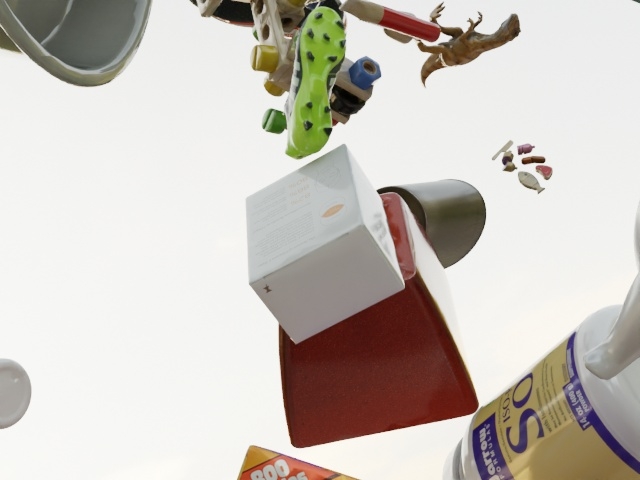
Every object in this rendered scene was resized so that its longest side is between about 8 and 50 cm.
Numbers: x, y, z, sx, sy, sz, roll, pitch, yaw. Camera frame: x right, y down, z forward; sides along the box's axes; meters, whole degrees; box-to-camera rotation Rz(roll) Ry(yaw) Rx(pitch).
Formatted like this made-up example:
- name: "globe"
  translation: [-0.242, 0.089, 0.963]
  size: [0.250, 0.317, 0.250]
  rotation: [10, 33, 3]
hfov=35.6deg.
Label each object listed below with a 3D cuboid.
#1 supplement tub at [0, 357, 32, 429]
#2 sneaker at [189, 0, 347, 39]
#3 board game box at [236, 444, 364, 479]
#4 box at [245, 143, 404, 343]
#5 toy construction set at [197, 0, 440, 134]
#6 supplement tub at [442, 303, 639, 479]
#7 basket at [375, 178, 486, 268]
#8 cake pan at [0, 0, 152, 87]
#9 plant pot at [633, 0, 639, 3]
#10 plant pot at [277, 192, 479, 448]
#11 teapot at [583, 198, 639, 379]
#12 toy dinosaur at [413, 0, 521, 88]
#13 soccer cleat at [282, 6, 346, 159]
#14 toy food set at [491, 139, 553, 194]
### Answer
- name: "supplement tub"
  translation: [-0.348, 0.151, 0.993]
  size: [0.107, 0.071, 0.071]
  rotation: [-2, -4, 34]
- name: "sneaker"
  translation: [-0.085, -0.371, 1.635]
  size: [0.145, 0.270, 0.090]
  rotation: [45, -120, -81]
- name: "board game box"
  translation: [0.052, 0.437, 0.942]
  size: [0.356, 0.356, 0.356]
  rotation: [88, -159, -72]
- name: "box"
  translation: [0.000, 0.000, 1.028]
  size: [0.130, 0.170, 0.091]
  rotation: [-27, -59, 13]
- name: "toy construction set"
  translation: [-0.032, -0.287, 1.268]
  size: [0.237, 0.258, 0.309]
  rotation: [10, -5, -34]
- name: "supplement tub"
  translation: [0.330, 0.261, 1.255]
  size: [0.241, 0.241, 0.331]
  rotation: [-9, -32, -43]
- name: "basket"
  translation: [0.162, -0.025, 1.723]
  size: [0.204, 0.154, 0.227]
  rotation: [-37, -16, 22]
- name: "cake pan"
  translation: [-0.165, -0.229, 0.547]
  size: [0.054, 0.293, 0.293]
  rotation: [-4, -18, 12]
- name: "plant pot"
  translation: [0.245, -0.337, 0.873]
  size: [0.290, 0.290, 0.195]
  rotation: [-3, -57, -50]
- name: "plant pot"
  translation: [0.053, 0.092, 1.384]
  size: [0.267, 0.267, 0.236]
  rotation: [-13, -49, 5]
- name: "teapot"
  translation: [0.393, 0.021, 0.875]
  size: [0.187, 0.256, 0.253]
  rotation: [85, -155, -54]
- name: "toy dinosaur"
  translation: [0.173, -0.256, 1.356]
  size: [0.112, 0.064, 0.211]
  rotation: [38, -34, -26]
- name: "soccer cleat"
  translation: [-0.012, -0.174, 1.093]
  size: [0.060, 0.179, 0.072]
  rotation: [18, -23, -24]
- name: "toy food set"
  translation: [0.375, -0.142, 1.817]
  size: [0.078, 0.122, 0.019]
  rotation: [-44, -32, -14]
